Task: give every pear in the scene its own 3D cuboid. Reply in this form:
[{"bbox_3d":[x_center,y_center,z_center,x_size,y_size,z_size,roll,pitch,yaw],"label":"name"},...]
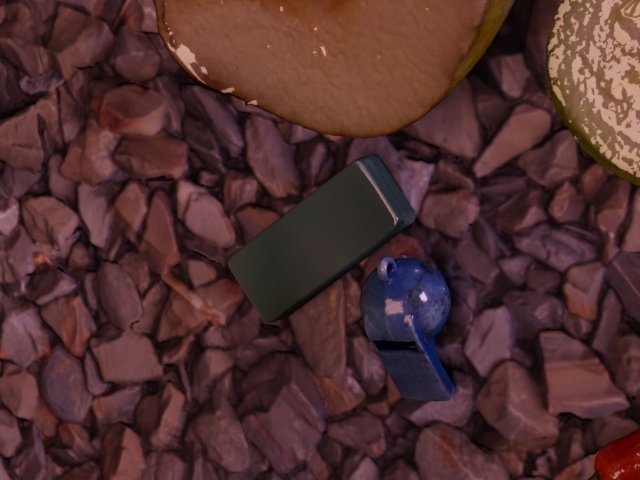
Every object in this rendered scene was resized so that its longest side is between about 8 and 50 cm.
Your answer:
[{"bbox_3d":[0.026,-0.274,1.676,0.386,0.191,0.340,-4,116,45],"label":"pear"}]

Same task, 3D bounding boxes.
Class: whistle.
[{"bbox_3d":[0.083,0.069,1.799,0.090,0.090,0.158,1,141,29],"label":"whistle"}]

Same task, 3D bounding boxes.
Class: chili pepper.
[{"bbox_3d":[0.293,0.185,1.712,0.191,0.050,0.059,-30,69,23],"label":"chili pepper"}]

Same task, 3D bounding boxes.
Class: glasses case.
[{"bbox_3d":[0.000,0.000,1.843,0.184,0.039,0.077,-37,81,30],"label":"glasses case"}]

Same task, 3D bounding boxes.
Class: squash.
[{"bbox_3d":[0.296,-0.147,1.644,0.219,0.041,0.219,7,105,28],"label":"squash"}]
